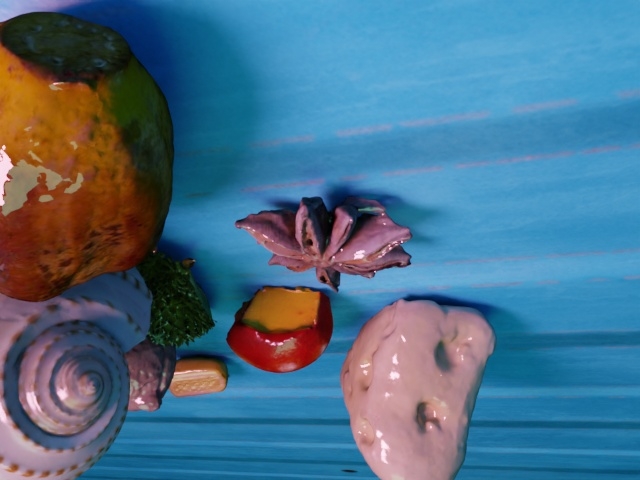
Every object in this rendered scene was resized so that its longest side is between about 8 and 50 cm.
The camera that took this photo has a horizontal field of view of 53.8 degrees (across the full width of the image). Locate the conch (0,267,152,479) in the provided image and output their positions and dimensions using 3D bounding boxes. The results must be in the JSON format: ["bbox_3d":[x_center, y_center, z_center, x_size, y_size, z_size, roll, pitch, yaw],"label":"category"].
[{"bbox_3d":[-0.351,0.109,0.675,0.319,0.302,0.215,6,159,14],"label":"conch"}]

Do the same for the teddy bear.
[{"bbox_3d":[-0.349,0.171,0.934,0.267,0.151,0.236,14,118,-10],"label":"teddy bear"}]

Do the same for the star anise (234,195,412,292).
[{"bbox_3d":[0.000,0.000,0.683,0.195,0.065,0.182,14,155,-22],"label":"star anise"}]

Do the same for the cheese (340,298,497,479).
[{"bbox_3d":[0.121,0.223,0.910,0.174,0.251,0.248,13,165,-10],"label":"cheese"}]

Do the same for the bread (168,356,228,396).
[{"bbox_3d":[-0.226,0.243,1.156,0.115,0.056,0.082,-9,131,3],"label":"bread"}]

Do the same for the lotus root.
[{"bbox_3d":[-0.216,-0.065,0.512,0.193,0.193,0.291,14,152,-15],"label":"lotus root"}]

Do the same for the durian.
[{"bbox_3d":[-0.214,0.085,0.839,0.137,0.095,0.220,5,147,1],"label":"durian"}]

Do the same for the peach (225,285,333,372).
[{"bbox_3d":[-0.046,0.127,0.876,0.118,0.151,0.151,45,161,23],"label":"peach"}]
